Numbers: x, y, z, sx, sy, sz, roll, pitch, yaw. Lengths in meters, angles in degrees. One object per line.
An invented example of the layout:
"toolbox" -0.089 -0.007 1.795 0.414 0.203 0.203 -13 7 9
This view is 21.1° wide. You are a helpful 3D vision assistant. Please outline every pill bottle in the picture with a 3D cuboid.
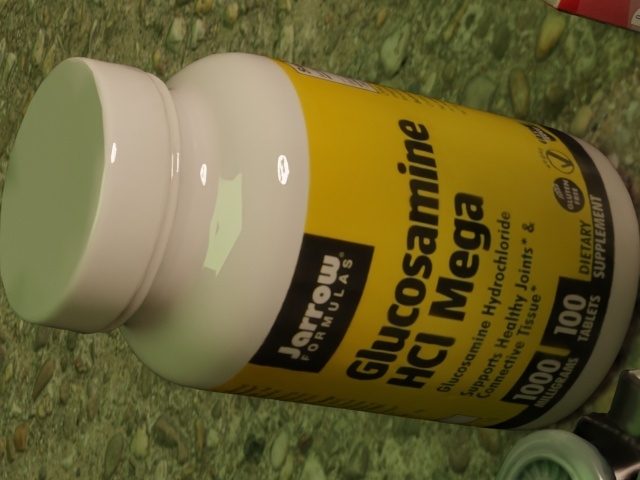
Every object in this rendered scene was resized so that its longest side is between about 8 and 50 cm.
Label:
"pill bottle" 0.000 0.000 0.971 0.188 0.334 0.188 -25 60 54

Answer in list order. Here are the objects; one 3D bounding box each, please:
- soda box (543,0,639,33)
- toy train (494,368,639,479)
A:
"soda box" 0.193 -0.256 0.976 0.092 0.083 0.263 47 122 54
"toy train" 0.158 0.236 0.842 0.190 0.142 0.334 25 101 47
